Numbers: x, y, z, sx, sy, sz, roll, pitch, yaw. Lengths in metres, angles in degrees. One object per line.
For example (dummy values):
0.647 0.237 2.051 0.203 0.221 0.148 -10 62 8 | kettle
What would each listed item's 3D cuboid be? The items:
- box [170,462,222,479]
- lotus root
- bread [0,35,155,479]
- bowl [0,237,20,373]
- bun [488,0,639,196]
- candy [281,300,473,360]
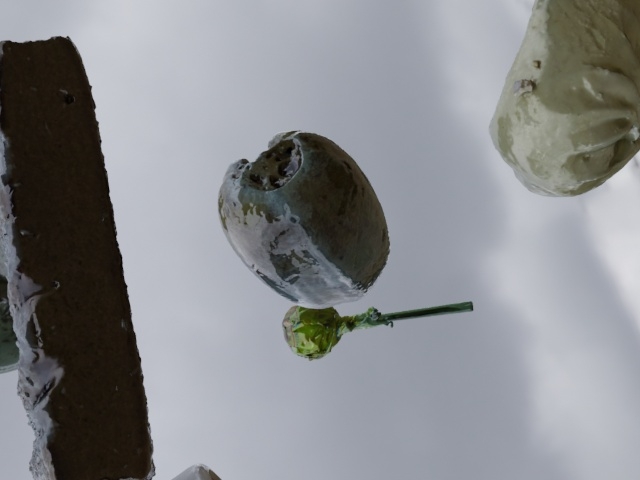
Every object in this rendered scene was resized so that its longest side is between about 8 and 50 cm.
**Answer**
-0.193 0.433 2.648 0.262 0.206 0.291 53 178 -26 | box
0.000 0.000 2.015 0.140 0.158 0.322 53 180 32 | lotus root
-0.234 0.027 1.710 0.165 0.113 0.416 121 139 -74 | bread
-0.412 0.010 2.362 0.289 0.289 0.146 64 -155 -11 | bowl
0.270 -0.156 1.920 0.259 0.160 0.259 23 -90 -84 | bun
0.077 0.107 2.557 0.073 0.262 0.077 -86 -15 -53 | candy
